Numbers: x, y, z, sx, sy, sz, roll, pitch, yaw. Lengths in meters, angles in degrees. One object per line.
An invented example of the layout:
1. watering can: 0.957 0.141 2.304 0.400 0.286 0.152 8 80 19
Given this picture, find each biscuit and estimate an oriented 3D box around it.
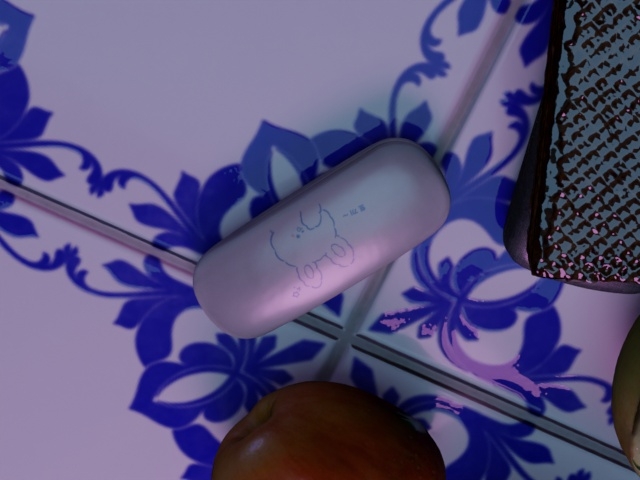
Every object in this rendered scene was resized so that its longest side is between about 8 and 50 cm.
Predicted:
1. biscuit: 0.226 -0.156 1.131 0.107 0.073 0.388 4 109 1

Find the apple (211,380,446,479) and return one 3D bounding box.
1. apple: 0.001 0.207 1.291 0.199 0.199 0.199 1 109 2

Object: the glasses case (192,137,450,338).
1. glasses case: 0.000 0.000 1.274 0.233 0.059 0.092 -30 107 12

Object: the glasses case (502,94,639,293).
1. glasses case: 0.247 -0.116 1.219 0.131 0.074 0.323 14 108 -1

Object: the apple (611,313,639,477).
1. apple: 0.335 0.112 1.243 0.207 0.174 0.188 10 140 -47
